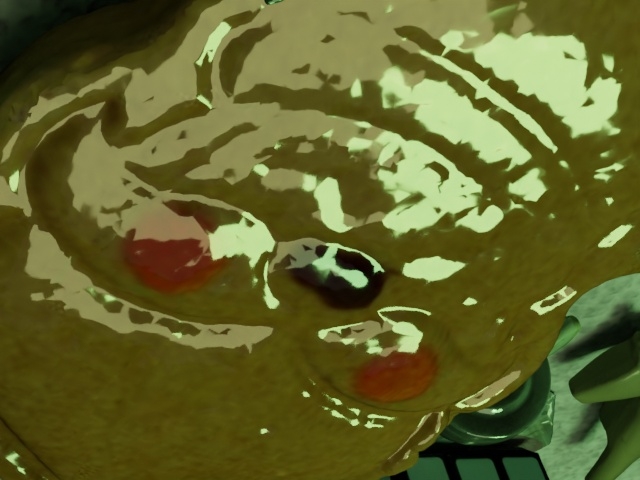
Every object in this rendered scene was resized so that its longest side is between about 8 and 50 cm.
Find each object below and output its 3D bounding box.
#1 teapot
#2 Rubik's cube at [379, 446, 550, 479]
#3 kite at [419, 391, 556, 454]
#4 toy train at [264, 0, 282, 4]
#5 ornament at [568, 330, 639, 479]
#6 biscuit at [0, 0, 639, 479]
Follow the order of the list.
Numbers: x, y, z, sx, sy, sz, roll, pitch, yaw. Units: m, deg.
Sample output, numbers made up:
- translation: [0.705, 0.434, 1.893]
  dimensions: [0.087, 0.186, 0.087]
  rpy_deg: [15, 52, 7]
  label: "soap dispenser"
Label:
- translation: [0.121, 0.104, 0.784]
  dimensions: [0.124, 0.092, 0.091]
  rpy_deg: [1, 159, -12]
  label: "teapot"
- translation: [0.112, 0.285, 0.938]
  dimensions: [0.162, 0.163, 0.160]
  rpy_deg: [5, 138, -29]
  label: "Rubik's cube"
- translation: [0.035, 0.204, 0.944]
  dimensions: [0.360, 0.022, 0.204]
  rpy_deg: [-25, 144, 6]
  label: "kite"
- translation: [0.021, -0.184, 0.350]
  dimensions: [0.248, 0.101, 0.159]
  rpy_deg: [-21, 131, 5]
  label: "toy train"
- translation: [0.300, 0.136, 0.916]
  dimensions: [0.230, 0.061, 0.245]
  rpy_deg: [-5, 145, -12]
  label: "ornament"
- translation: [0.000, 0.001, 0.552]
  dimensions: [0.455, 0.078, 0.350]
  rpy_deg: [-40, 126, 19]
  label: "biscuit"
